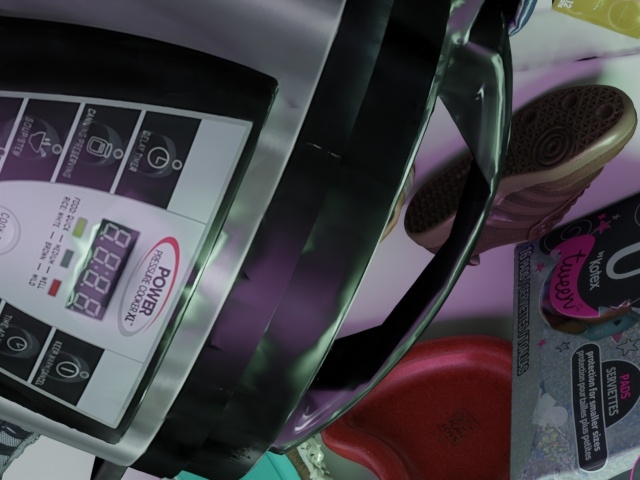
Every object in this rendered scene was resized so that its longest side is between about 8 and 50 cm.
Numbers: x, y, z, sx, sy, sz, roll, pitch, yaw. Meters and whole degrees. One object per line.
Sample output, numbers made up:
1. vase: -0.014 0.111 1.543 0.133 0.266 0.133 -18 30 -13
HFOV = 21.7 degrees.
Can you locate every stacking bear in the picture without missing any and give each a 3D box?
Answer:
1. stacking bear: 0.132 0.219 1.282 0.164 0.175 0.289 -32 135 -9

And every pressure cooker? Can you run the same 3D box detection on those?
1. pressure cooker: -0.106 -0.066 0.961 0.420 0.375 0.370 23 159 -10

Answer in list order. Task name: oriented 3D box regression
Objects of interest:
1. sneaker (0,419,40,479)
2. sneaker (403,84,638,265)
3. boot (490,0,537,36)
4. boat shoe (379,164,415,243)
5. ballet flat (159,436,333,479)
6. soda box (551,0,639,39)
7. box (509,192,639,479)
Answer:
1. sneaker: -0.202 0.127 1.289 0.153 0.101 0.268 21 126 -5
2. sneaker: 0.146 -0.042 1.139 0.188 0.066 0.071 -29 136 33
3. boot: 0.122 -0.215 0.978 0.069 0.086 0.190 6 129 5
4. boat shoe: 0.000 0.000 1.185 0.063 0.059 0.170 33 126 -17
5. ballet flat: -0.027 0.214 1.314 0.147 0.147 0.409 -7 132 14
6. soda box: 0.199 -0.212 0.986 0.061 0.058 0.181 19 129 -6
7. box: 0.224 0.105 1.113 0.142 0.247 0.163 -25 121 24
